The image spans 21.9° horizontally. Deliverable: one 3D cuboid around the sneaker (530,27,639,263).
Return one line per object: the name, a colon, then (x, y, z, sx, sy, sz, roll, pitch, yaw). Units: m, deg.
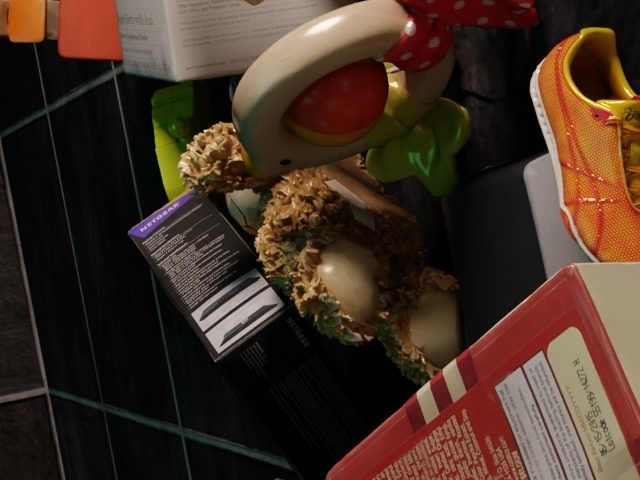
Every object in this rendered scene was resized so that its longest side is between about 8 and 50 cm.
sneaker: (0.177, -0.048, 1.006, 0.067, 0.064, 0.175, -45, 61, 55)

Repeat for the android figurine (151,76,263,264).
android figurine: (-0.099, -0.063, 1.599, 0.273, 0.056, 0.248, 29, -133, -78)

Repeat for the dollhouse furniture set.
dollhouse furniture set: (-0.217, -0.306, 1.624, 0.135, 0.262, 0.259, -9, -78, -67)

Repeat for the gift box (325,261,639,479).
gift box: (0.201, 0.153, 0.782, 0.276, 0.258, 0.255, -40, 59, 46)

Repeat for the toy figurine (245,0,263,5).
toy figurine: (-0.041, -0.293, 1.250, 0.148, 0.213, 0.210, 34, 137, 47)

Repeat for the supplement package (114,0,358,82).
supplement package: (-0.089, -0.295, 1.428, 0.177, 0.175, 0.293, -160, 61, -68)

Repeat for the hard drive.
hard drive: (0.156, 0.067, 1.134, 0.172, 0.054, 0.255, 166, 92, -70)

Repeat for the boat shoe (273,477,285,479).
boat shoe: (-0.056, 0.335, 1.621, 0.136, 0.156, 0.367, 57, 171, -2)

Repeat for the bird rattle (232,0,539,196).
bird rattle: (0.041, -0.111, 1.151, 0.143, 0.207, 0.253, 65, 163, 14)

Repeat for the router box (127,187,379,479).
router box: (-0.027, 0.126, 1.435, 0.309, 0.081, 0.243, 57, 174, -34)

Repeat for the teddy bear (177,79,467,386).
teddy bear: (0.000, 0.000, 1.303, 0.113, 0.245, 0.338, -56, 49, 18)
